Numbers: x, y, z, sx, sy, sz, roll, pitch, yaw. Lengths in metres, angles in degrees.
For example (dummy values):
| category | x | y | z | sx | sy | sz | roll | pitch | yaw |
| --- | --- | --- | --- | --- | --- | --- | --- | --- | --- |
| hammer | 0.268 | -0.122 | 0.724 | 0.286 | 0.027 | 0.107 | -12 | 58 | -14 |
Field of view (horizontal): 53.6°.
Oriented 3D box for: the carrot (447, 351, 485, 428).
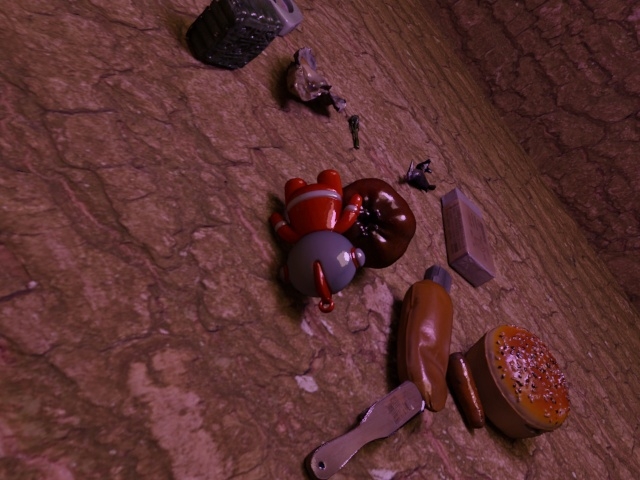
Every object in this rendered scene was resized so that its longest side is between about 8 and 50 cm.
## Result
| category | x | y | z | sx | sy | sz | roll | pitch | yaw |
| --- | --- | --- | --- | --- | --- | --- | --- | --- | --- |
| carrot | 0.343 | 0.355 | 1.501 | 0.060 | 0.060 | 0.186 | 15 | 51 | -46 |

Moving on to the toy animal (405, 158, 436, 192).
| category | x | y | z | sx | sy | sz | roll | pitch | yaw |
| --- | --- | --- | --- | --- | --- | --- | --- | --- | --- |
| toy animal | 0.310 | -0.202 | 2.008 | 0.202 | 0.070 | 0.105 | -9 | 85 | -61 |

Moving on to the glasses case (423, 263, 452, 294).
| category | x | y | z | sx | sy | sz | roll | pitch | yaw |
| --- | --- | --- | --- | --- | --- | --- | --- | --- | --- |
| glasses case | 0.304 | 0.141 | 1.671 | 0.071 | 0.047 | 0.205 | 46 | 32 | -10 |

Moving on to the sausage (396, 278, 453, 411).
| category | x | y | z | sx | sy | sz | roll | pitch | yaw |
| --- | --- | --- | --- | --- | --- | --- | --- | --- | --- |
| sausage | 0.230 | 0.236 | 1.412 | 0.134 | 0.116 | 0.354 | 54 | 31 | -25 |

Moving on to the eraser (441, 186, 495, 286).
| category | x | y | z | sx | sy | sz | roll | pitch | yaw |
| --- | --- | --- | --- | --- | --- | --- | --- | --- | --- |
| eraser | 0.465 | -0.017 | 2.021 | 0.144 | 0.078 | 0.344 | 39 | 33 | -24 |

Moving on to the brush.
| category | x | y | z | sx | sy | sz | roll | pitch | yaw |
| --- | --- | --- | --- | --- | --- | --- | --- | --- | --- |
| brush | 0.078 | 0.347 | 1.157 | 0.327 | 0.065 | 0.070 | -18 | 81 | -48 |

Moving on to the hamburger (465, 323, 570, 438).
| category | x | y | z | sx | sy | sz | roll | pitch | yaw |
| --- | --- | --- | --- | --- | --- | --- | --- | --- | --- |
| hamburger | 0.507 | 0.352 | 1.611 | 0.300 | 0.176 | 0.300 | 33 | 38 | -30 |

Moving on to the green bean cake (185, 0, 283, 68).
| category | x | y | z | sx | sy | sz | roll | pitch | yaw |
| --- | --- | --- | --- | --- | --- | --- | --- | --- | --- |
| green bean cake | -0.198 | -0.492 | 1.497 | 0.181 | 0.173 | 0.094 | -8 | 67 | -57 |

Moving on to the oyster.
| category | x | y | z | sx | sy | sz | roll | pitch | yaw |
| --- | --- | --- | --- | --- | --- | --- | --- | --- | --- |
| oyster | -0.023 | -0.436 | 1.757 | 0.271 | 0.100 | 0.275 | 16 | 34 | -49 |

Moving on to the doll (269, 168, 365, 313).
| category | x | y | z | sx | sy | sz | roll | pitch | yaw |
| --- | --- | --- | --- | --- | --- | --- | --- | --- | --- |
| doll | 0.000 | 0.000 | 1.283 | 0.105 | 0.199 | 0.337 | 68 | 11 | -51 |

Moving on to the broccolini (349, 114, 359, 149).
| category | x | y | z | sx | sy | sz | roll | pitch | yaw |
| --- | --- | --- | --- | --- | --- | --- | --- | --- | --- |
| broccolini | 0.106 | -0.320 | 1.893 | 0.035 | 0.030 | 0.140 | 74 | 10 | -53 |

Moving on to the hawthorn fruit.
| category | x | y | z | sx | sy | sz | roll | pitch | yaw |
| --- | --- | --- | --- | --- | --- | --- | --- | --- | --- |
| hawthorn fruit | 0.114 | -0.041 | 1.466 | 0.208 | 0.208 | 0.248 | 54 | 7 | 0 |

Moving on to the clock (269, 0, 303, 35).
| category | x | y | z | sx | sy | sz | roll | pitch | yaw |
| --- | --- | --- | --- | --- | --- | --- | --- | --- | --- |
| clock | -0.143 | -0.711 | 1.902 | 0.191 | 0.062 | 0.151 | 47 | 32 | -10 |
